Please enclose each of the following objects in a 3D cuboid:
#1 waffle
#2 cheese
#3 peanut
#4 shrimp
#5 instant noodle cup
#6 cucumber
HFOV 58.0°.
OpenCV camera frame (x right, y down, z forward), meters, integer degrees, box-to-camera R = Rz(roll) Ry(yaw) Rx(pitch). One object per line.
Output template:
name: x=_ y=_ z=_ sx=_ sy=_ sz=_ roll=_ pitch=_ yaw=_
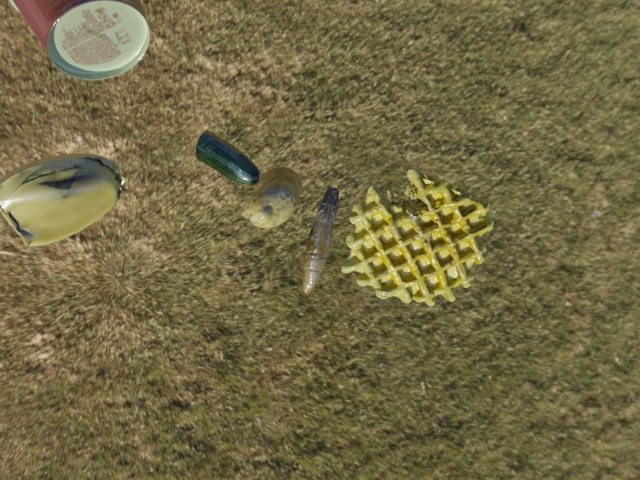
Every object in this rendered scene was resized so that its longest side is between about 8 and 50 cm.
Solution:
waffle: x=0.173 y=0.001 z=1.048 sx=0.261 sy=0.056 sz=0.250 roll=18 pitch=110 yaw=-10
cheese: x=-0.670 y=-0.120 z=1.518 sx=0.316 sy=0.259 sz=0.128 roll=-24 pitch=66 yaw=-13
peanut: x=-0.096 y=-0.096 z=1.250 sx=0.098 sy=0.229 sz=0.103 roll=29 pitch=111 yaw=-7
shrimp: x=0.000 y=0.000 z=1.170 sx=0.047 sy=0.126 sz=0.223 roll=15 pitch=89 yaw=3
instant noodle cup: x=-0.421 y=-0.413 z=1.027 sx=0.235 sy=0.235 sz=0.178 roll=-21 pitch=69 yaw=-20
cucumber: x=-0.314 y=-0.267 z=1.962 sx=0.244 sy=0.063 sz=0.115 roll=29 pitch=113 yaw=6
